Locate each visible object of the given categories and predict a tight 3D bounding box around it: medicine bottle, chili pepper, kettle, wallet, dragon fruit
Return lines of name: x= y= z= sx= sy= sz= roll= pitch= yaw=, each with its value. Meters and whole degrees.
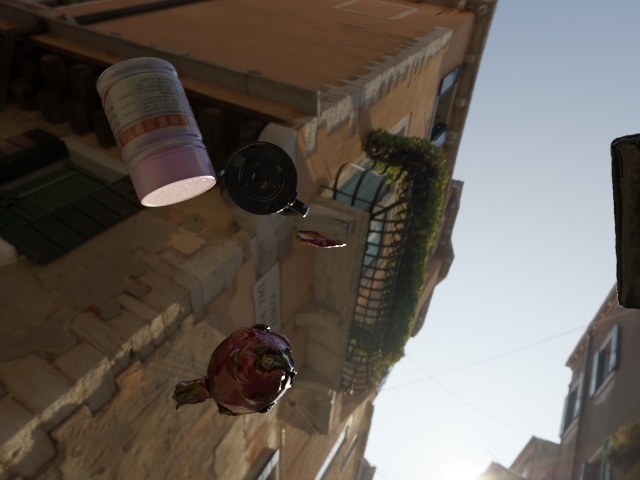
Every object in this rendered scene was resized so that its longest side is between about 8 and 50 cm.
medicine bottle: x=-0.408 y=-0.266 z=1.089 sx=0.202 sy=0.202 sz=0.316 roll=-24 pitch=-93 yaw=45
chili pepper: x=0.000 y=0.000 z=1.161 sx=0.027 sy=0.178 sz=0.045 roll=-64 pitch=-145 yaw=28
kettle: x=-0.177 y=-0.170 z=1.332 sx=0.308 sy=0.262 sz=0.203 roll=178 pitch=-89 yaw=-72
wallet: x=0.500 y=-0.015 z=0.612 sx=0.146 sy=0.030 sz=0.285 roll=5 pitch=-61 yaw=47
dragon fruit: x=-0.139 y=0.208 z=0.655 sx=0.246 sy=0.125 sz=0.125 roll=-28 pitch=-42 yaw=21
